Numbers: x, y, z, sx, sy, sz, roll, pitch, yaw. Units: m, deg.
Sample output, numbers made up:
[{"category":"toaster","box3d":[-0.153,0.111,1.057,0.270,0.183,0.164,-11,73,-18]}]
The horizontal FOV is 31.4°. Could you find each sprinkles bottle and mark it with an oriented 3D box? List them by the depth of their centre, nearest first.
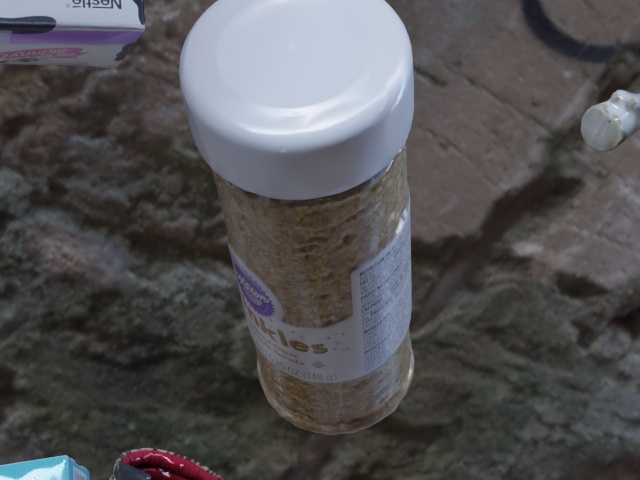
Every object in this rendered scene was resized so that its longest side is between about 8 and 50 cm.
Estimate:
[{"category":"sprinkles bottle","box3d":[0.000,0.000,0.718,0.121,0.121,0.355,52,-16,30]}]

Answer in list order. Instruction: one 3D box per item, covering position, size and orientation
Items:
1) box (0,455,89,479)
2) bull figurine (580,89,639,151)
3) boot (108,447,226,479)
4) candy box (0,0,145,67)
[{"category":"box","box3d":[-0.459,0.362,1.614,0.100,0.244,0.060,71,10,-64]},{"category":"bull figurine","box3d":[0.241,-0.095,0.541,0.188,0.310,0.101,-14,49,-42]},{"category":"boot","box3d":[-0.170,0.381,1.148,0.138,0.284,0.377,13,-1,-14]},{"category":"candy box","box3d":[-0.166,-0.176,0.484,0.165,0.196,0.070,-3,-4,-21]}]
